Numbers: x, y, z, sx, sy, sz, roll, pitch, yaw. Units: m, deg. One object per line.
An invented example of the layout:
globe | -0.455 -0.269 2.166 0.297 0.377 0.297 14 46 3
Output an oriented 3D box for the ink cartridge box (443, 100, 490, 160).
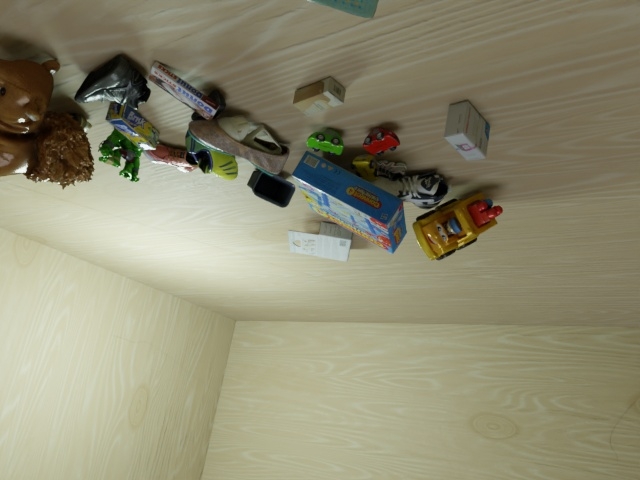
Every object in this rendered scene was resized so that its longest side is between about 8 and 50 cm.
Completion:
ink cartridge box | 0.342 -0.254 1.388 0.052 0.088 0.122 -3 156 40

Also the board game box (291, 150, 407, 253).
board game box | 0.093 -0.103 1.733 0.308 0.086 0.302 29 171 17

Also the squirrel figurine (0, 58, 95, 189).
squirrel figurine | -0.762 -0.312 1.555 0.371 0.280 0.397 -26 134 38

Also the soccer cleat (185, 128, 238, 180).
soccer cleat | -0.318 -0.232 1.727 0.094 0.121 0.289 5 160 13

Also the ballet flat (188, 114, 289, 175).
ballet flat | -0.206 -0.275 1.598 0.106 0.107 0.316 -45 142 22

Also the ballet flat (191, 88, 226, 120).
ballet flat | -0.290 -0.343 1.542 0.058 0.049 0.173 -12 180 -34

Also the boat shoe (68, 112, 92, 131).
boat shoe | -0.762 -0.329 1.769 0.190 0.068 0.072 1 172 26

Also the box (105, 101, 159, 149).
box | -0.525 -0.321 1.674 0.054 0.059 0.169 0 158 21

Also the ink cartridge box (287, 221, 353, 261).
ink cartridge box | 0.000 0.000 2.313 0.239 0.060 0.275 10 161 3

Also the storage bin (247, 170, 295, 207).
storage bin | -0.160 -0.175 1.875 0.135 0.098 0.091 23 -176 -35

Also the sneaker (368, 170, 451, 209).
sneaker | 0.266 -0.156 1.694 0.235 0.094 0.153 17 158 -20

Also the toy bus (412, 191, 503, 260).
toy bus | 0.413 -0.052 1.733 0.220 0.149 0.211 -24 178 -36

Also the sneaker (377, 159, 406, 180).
sneaker | 0.190 -0.190 1.664 0.098 0.069 0.038 1 138 12

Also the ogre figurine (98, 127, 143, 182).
ogre figurine | -0.583 -0.263 1.779 0.097 0.118 0.197 2 158 34

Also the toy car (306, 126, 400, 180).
toy car | 0.077 -0.251 1.576 0.225 0.053 0.239 15 156 -6

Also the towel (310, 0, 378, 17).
towel | -0.058 -0.506 0.965 0.371 0.040 0.271 14 159 -6

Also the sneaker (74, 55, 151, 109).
sneaker | -0.517 -0.370 1.491 0.228 0.087 0.130 -12 145 36

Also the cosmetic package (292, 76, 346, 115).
cosmetic package | -0.003 -0.337 1.399 0.115 0.041 0.060 -10 153 43

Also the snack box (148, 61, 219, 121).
snack box | -0.332 -0.361 1.451 0.178 0.022 0.064 34 154 -13

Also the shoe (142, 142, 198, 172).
shoe | -0.443 -0.259 1.809 0.081 0.063 0.178 -12 157 43
